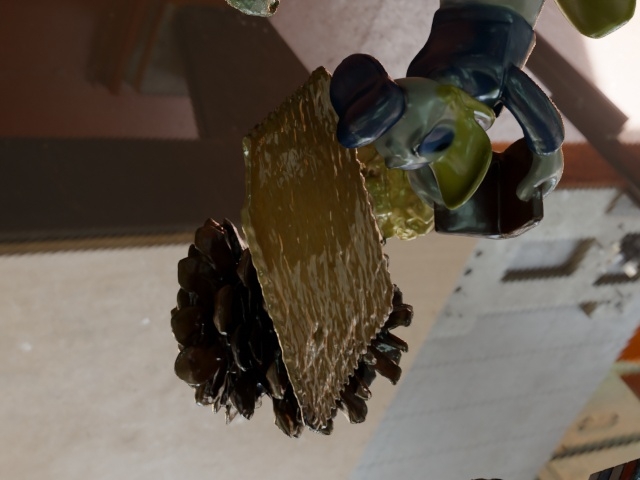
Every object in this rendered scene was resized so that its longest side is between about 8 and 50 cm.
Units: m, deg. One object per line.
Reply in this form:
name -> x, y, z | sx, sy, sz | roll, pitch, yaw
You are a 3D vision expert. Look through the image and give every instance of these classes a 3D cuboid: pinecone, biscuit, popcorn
pinecone -> -0.026, 0.091, 1.253 | 0.264, 0.264, 0.264 | -21, 141, -18
biscuit -> 0.000, 0.000, 0.969 | 0.013, 0.232, 0.237 | -7, 112, 25
popcorn -> 0.091, -0.067, 1.626 | 0.152, 0.167, 0.148 | -42, 112, -23

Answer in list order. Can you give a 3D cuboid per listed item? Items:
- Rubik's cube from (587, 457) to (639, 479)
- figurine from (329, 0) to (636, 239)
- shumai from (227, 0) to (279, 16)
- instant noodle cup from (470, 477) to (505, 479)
Rubik's cube -> 0.271, 0.251, 1.025 | 0.092, 0.092, 0.092 | -60, -176, -25
figurine -> 0.105, -0.122, 1.018 | 0.338, 0.204, 0.284 | -30, 125, -49
shumai -> -0.071, -0.420, 1.437 | 0.203, 0.222, 0.272 | -35, 107, 32
instant noodle cup -> 0.185, 0.382, 1.314 | 0.182, 0.230, 0.230 | -50, 149, -24
